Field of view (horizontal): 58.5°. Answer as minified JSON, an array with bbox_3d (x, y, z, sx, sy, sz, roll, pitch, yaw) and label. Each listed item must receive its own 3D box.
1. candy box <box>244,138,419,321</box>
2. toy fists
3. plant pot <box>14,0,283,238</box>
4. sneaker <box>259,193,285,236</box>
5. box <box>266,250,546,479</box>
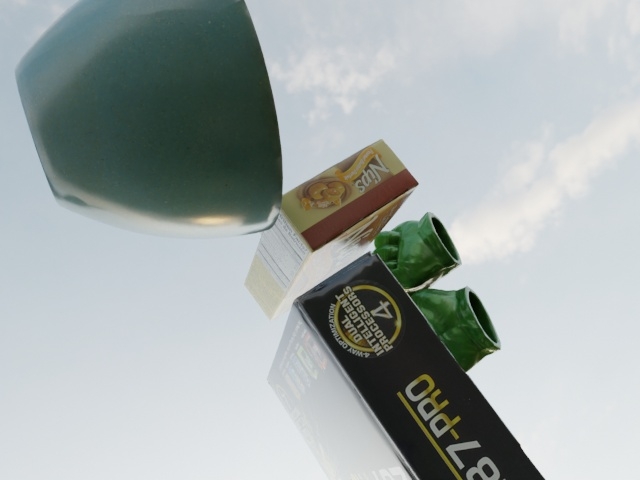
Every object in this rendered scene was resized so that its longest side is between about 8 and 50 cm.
[{"bbox_3d":[0.000,0.000,0.846,0.183,0.087,0.316,-33,-12,-25],"label":"candy box"},{"bbox_3d":[0.158,0.086,0.890,0.142,0.279,0.096,-36,-39,24],"label":"toy fists"},{"bbox_3d":[-0.184,-0.125,0.580,0.196,0.290,0.290,-16,-63,-19],"label":"plant pot"},{"bbox_3d":[-0.049,-0.075,1.063,0.229,0.132,0.086,-23,-62,-35],"label":"sneaker"},{"bbox_3d":[0.072,0.223,0.605,0.097,0.318,0.395,-32,-14,-20],"label":"box"}]
